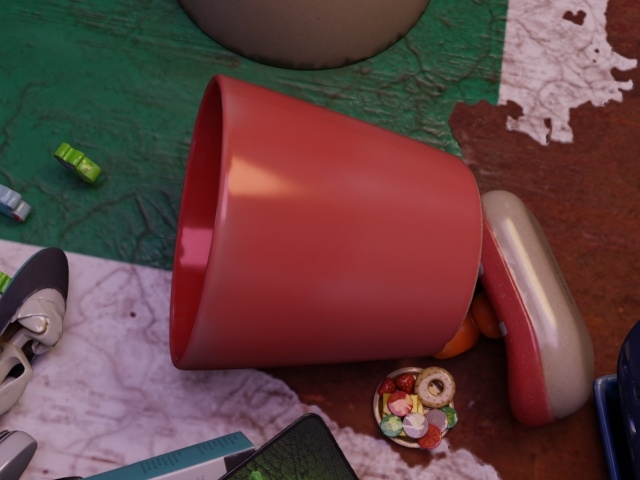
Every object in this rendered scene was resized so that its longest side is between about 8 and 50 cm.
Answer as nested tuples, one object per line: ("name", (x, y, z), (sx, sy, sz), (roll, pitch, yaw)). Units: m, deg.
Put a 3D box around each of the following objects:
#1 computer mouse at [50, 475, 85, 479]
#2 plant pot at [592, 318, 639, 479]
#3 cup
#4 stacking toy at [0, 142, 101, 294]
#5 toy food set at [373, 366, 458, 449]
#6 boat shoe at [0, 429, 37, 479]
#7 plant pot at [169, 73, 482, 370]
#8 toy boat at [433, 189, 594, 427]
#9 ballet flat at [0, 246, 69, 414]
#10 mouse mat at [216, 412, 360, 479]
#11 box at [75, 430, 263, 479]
("computer mouse", (-0.173, 0.237, 0.878), (0.242, 0.041, 0.071), (-10, 93, -17))
("plant pot", (0.384, 0.191, 0.855), (0.236, 0.212, 0.236), (-4, 67, -7))
("cup", (-0.011, -0.391, 1.051), (0.331, 0.237, 0.331), (2, 67, -5))
("stacking toy", (-0.358, -0.055, 0.979), (0.221, 0.052, 0.167), (27, 69, 4))
("toy food set", (0.094, 0.164, 0.942), (0.083, 0.020, 0.082), (3, 67, -5))
("boat shoe", (-0.353, 0.244, 0.839), (0.076, 0.080, 0.228), (40, 77, 9))
("plant pot", (0.000, 0.000, 0.885), (0.243, 0.275, 0.275), (8, 66, -14))
("toy boat", (0.169, 0.075, 0.941), (0.151, 0.151, 0.231), (-26, 68, 17))
("ballet flat", (-0.285, 0.101, 0.902), (0.074, 0.074, 0.203), (29, 72, 7))
("mouse mat", (-0.019, 0.265, 0.843), (0.152, 0.007, 0.189), (-35, 107, -18))
("box", (-0.167, 0.251, 0.825), (0.244, 0.060, 0.100), (-14, 98, -17))
